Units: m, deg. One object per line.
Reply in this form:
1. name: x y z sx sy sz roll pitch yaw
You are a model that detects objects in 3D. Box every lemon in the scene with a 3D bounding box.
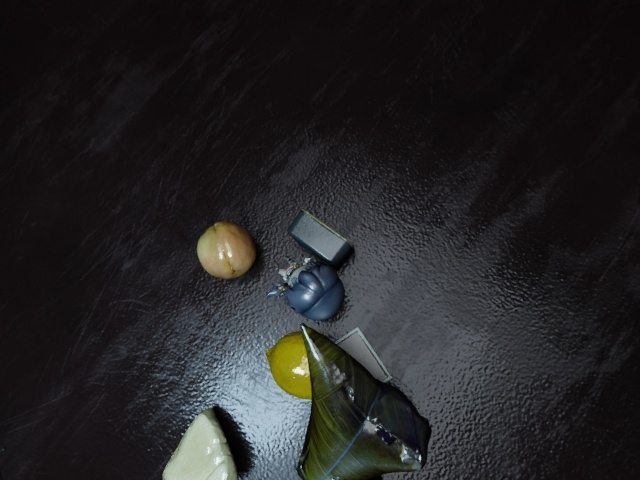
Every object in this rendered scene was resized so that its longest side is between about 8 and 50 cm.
1. lemon: -0.037 0.353 1.212 0.257 0.188 0.188 11 78 17

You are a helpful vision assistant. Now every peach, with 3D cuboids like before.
1. peach: -0.289 0.034 1.329 0.184 0.184 0.184 -1 76 6

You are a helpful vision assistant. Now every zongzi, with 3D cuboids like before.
1. zongzi: 0.000 0.436 1.087 0.432 0.208 0.403 44 123 -5

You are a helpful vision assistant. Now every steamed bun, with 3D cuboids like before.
1. steamed bun: -0.317 0.638 1.215 0.212 0.110 0.231 29 84 35

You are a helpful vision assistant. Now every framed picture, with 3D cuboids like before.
1. framed picture: 0.107 0.376 1.287 0.142 0.011 0.183 -34 75 -3

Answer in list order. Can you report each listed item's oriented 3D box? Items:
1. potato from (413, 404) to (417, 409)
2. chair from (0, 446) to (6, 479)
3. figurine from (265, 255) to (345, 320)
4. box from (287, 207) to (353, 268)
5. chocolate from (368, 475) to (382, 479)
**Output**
1. potato: 0.202 0.527 1.204 0.107 0.080 0.170 34 91 2
2. chair: -1.081 0.744 1.251 0.260 0.154 0.141 -26 75 -4
3. figurine: -0.035 0.134 1.254 0.197 0.265 0.175 29 94 -15
4. box: 0.000 0.000 1.321 0.201 0.144 0.090 36 86 11
5. chocolate: 0.114 0.725 1.159 0.156 0.156 0.133 -13 106 3
